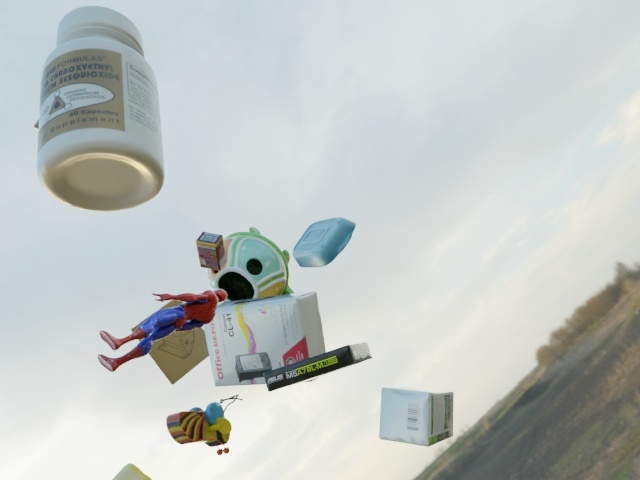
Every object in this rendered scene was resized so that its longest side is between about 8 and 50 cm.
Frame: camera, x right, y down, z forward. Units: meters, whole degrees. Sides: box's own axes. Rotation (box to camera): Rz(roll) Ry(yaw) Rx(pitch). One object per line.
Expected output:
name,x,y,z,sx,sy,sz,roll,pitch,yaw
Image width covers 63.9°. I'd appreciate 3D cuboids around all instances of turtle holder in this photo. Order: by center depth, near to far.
turtle holder,-0.220,0.135,1.631,0.243,0.320,0.227,-20,15,14

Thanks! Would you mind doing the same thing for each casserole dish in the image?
casserole dish,0.000,0.000,1.043,0.114,0.037,0.188,-56,20,-18

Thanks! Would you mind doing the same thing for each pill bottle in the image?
pill bottle,-0.260,-0.161,0.611,0.131,0.229,0.131,-11,-27,-5

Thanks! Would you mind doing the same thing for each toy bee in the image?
toy bee,-0.324,0.570,1.546,0.298,0.162,0.195,-3,-20,-44

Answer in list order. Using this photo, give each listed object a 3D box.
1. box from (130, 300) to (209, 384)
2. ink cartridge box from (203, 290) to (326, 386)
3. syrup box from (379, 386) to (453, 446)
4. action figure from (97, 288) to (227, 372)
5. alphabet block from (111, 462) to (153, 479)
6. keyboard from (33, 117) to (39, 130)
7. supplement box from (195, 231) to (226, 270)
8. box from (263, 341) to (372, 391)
box,-0.425,0.289,1.501,0.164,0.201,0.021,-37,7,-24
ink cartridge box,-0.151,0.271,1.404,0.306,0.226,0.131,-11,-1,22
syrup box,0.197,0.343,1.016,0.237,0.096,0.093,31,-119,-60
action figure,-0.116,0.061,0.399,0.115,0.030,0.038,-22,-47,-49
alphabet block,-0.347,0.551,0.883,0.192,0.193,0.197,-55,-6,35
keyboard,-0.414,-0.185,0.840,0.072,0.014,0.256,-66,14,-7
supplement box,-0.263,0.026,1.241,0.043,0.055,0.083,-66,-18,-49
box,0.002,0.258,1.058,0.184,0.045,0.191,-23,-15,12
